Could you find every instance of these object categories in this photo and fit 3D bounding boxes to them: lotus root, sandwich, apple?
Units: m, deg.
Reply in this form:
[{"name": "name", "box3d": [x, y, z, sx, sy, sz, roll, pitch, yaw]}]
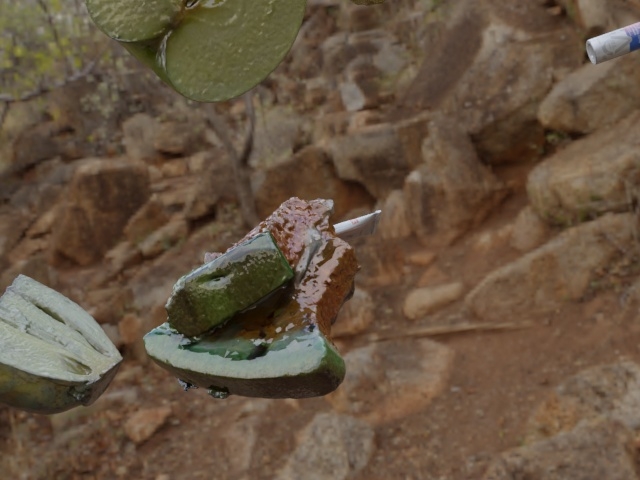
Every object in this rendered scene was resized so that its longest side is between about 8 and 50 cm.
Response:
[{"name": "lotus root", "box3d": [-0.517, 0.225, 1.878, 0.260, 0.149, 0.267, 27, 28, -7]}, {"name": "sandwich", "box3d": [-0.061, 0.049, 1.249, 0.250, 0.162, 0.301, 9, 49, 24]}, {"name": "apple", "box3d": [-0.205, -0.454, 1.792, 0.311, 0.360, 0.320, 40, 1, 36]}]

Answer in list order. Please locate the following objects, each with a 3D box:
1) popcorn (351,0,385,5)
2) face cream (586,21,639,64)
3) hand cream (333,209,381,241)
[{"name": "popcorn", "box3d": [0.087, -0.441, 1.471, 0.155, 0.198, 0.197, -7, 0, 8]}, {"name": "face cream", "box3d": [0.405, -0.259, 1.261, 0.130, 0.034, 0.034, -18, -1, 1]}, {"name": "hand cream", "box3d": [-0.001, -0.001, 1.615, 0.216, 0.038, 0.052, -16, -3, -19]}]
